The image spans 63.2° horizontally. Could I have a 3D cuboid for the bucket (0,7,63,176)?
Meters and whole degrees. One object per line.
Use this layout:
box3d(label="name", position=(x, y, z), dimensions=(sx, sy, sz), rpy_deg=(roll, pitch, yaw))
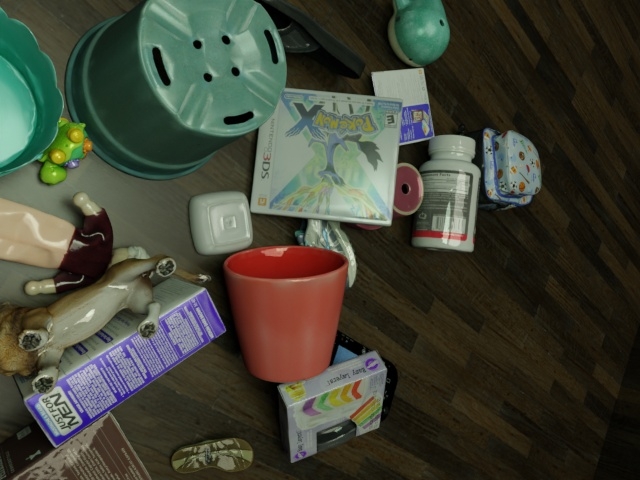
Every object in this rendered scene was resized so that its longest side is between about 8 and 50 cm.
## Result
box3d(label="bucket", position=(-0.568, -0.225, 0.818), dimensions=(0.281, 0.183, 0.281), rpy_deg=(0, 91, -35))

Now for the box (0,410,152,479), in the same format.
box3d(label="box", position=(-0.447, 0.405, 0.924), dimensions=(0.203, 0.169, 0.167), rpy_deg=(-32, 110, -31))

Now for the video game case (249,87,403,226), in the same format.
box3d(label="video game case", position=(0.015, -0.196, 1.209), dimensions=(0.329, 0.036, 0.299), rpy_deg=(6, 87, 0))

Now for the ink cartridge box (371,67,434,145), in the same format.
box3d(label="ink cartridge box", position=(0.223, -0.372, 1.456), dimensions=(0.208, 0.045, 0.206), rpy_deg=(-17, 101, -36))

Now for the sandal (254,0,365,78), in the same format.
box3d(label="sandal", position=(-0.084, -0.462, 1.176), dimensions=(0.446, 0.167, 0.107), rpy_deg=(22, 96, -33))

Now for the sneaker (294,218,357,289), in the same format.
box3d(label="sneaker", position=(0.000, 0.000, 1.290), dimensions=(0.122, 0.110, 0.282), rpy_deg=(-21, 101, -15))

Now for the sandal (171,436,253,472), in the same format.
box3d(label="sandal", position=(-0.239, 0.473, 1.152), dimensions=(0.180, 0.049, 0.072), rpy_deg=(3, 84, -21))

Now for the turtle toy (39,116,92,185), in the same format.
box3d(label="turtle toy", position=(-0.471, -0.161, 0.952), dimensions=(0.130, 0.095, 0.066), rpy_deg=(-52, 143, -5))

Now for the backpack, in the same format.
box3d(label="backpack", position=(0.555, -0.214, 1.608), dimensions=(0.263, 0.213, 0.276), rpy_deg=(6, 85, -46))

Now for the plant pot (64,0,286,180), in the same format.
box3d(label="plant pot", position=(-0.253, -0.291, 0.948), dimensions=(0.341, 0.334, 0.340), rpy_deg=(-1, 93, -35))

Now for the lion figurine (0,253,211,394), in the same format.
box3d(label="lion figurine", position=(-0.401, 0.118, 0.887), dimensions=(0.392, 0.240, 0.142), rpy_deg=(-22, 109, -26))

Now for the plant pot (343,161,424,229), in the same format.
box3d(label="plant pot", position=(0.155, -0.126, 1.332), dimensions=(0.201, 0.180, 0.201), rpy_deg=(0, 91, -34))

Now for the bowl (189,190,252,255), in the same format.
box3d(label="bowl", position=(-0.213, -0.038, 1.152), dimensions=(0.142, 0.053, 0.142), rpy_deg=(-11, 99, -34))

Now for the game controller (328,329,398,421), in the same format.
box3d(label="game controller", position=(0.084, 0.353, 1.362), dimensions=(0.319, 0.067, 0.166), rpy_deg=(36, 71, -31))

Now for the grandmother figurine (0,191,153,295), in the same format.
box3d(label="grandmother figurine", position=(-0.466, 0.008, 0.953), dimensions=(0.342, 0.104, 0.207), rpy_deg=(26, 105, -36))

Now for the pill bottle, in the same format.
box3d(label="pill bottle", position=(0.360, -0.129, 1.478), dimensions=(0.176, 0.176, 0.318), rpy_deg=(9, 86, -35))

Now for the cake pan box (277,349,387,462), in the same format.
box3d(label="cake pan box", position=(0.027, 0.394, 1.218), dimensions=(0.246, 0.070, 0.266), rpy_deg=(-13, 133, -17))

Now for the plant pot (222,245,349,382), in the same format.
box3d(label="plant pot", position=(-0.075, 0.158, 1.144), dimensions=(0.275, 0.275, 0.243), rpy_deg=(-9, 107, -35))

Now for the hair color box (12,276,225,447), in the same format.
box3d(label="hair color box", position=(-0.369, 0.204, 0.965), dimensions=(0.339, 0.185, 0.110), rpy_deg=(-31, 111, -30))

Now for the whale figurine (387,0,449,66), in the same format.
box3d(label="whale figurine", position=(0.296, -0.623, 1.444), dimensions=(0.216, 0.141, 0.271), rpy_deg=(26, 75, -32))
